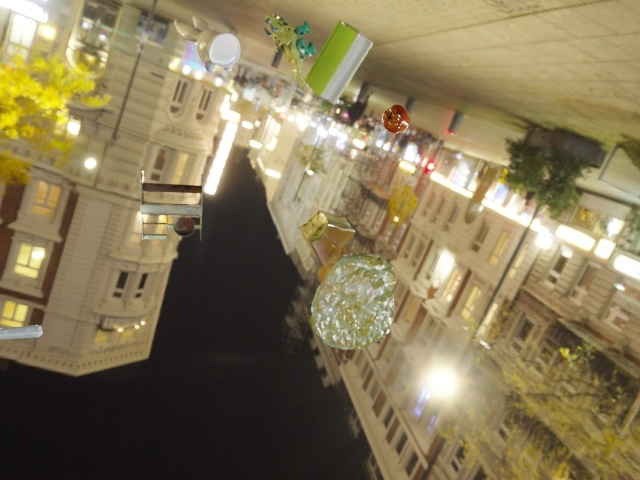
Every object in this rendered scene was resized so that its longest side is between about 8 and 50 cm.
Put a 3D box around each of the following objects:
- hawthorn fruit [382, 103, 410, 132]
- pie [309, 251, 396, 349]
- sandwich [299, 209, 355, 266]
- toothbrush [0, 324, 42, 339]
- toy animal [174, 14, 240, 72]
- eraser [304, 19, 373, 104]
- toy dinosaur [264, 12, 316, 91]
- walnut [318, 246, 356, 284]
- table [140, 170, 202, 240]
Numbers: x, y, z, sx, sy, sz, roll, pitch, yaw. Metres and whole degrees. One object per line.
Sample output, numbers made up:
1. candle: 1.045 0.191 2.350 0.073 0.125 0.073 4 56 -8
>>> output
1. hawthorn fruit: 0.342 -0.530 2.306 0.140 0.125 0.125 26 -168 -12
2. pie: 0.089 0.163 1.387 0.257 0.275 0.105 -2 -161 -28
3. sandwich: 0.000 0.000 2.090 0.186 0.220 0.108 12 -148 -41
4. toothbrush: -0.671 0.178 0.951 0.342 0.030 0.025 7 -123 -59
5. toy animal: -0.335 -0.581 1.553 0.103 0.131 0.221 -33 -129 -21
6. eraser: 0.061 -0.685 2.007 0.092 0.274 0.210 19 -156 -34
7. toy dinosaur: -0.081 -0.608 1.682 0.094 0.259 0.153 -17 -169 47
8. walnut: 0.104 0.160 2.571 0.224 0.257 0.257 4 -162 -18
9. table: -0.368 -0.081 1.299 0.146 0.175 0.062 1 -170 -14
